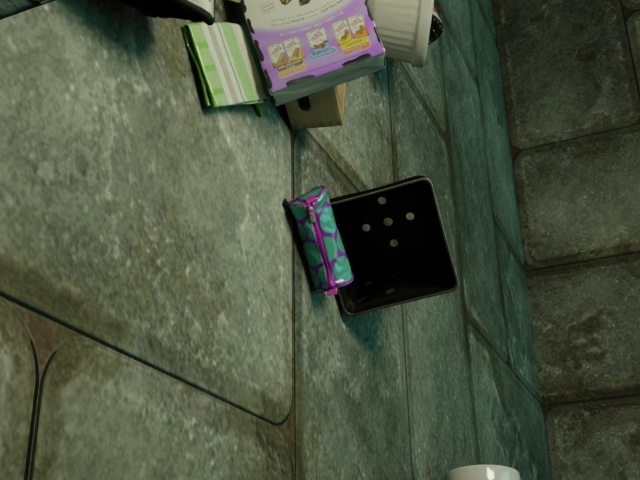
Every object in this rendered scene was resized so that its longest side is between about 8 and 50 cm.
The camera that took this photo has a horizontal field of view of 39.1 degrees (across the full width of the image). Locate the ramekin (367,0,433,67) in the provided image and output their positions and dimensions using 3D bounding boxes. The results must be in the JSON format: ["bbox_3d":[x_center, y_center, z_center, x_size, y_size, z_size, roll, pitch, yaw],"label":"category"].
[{"bbox_3d":[0.162,-0.488,1.801,0.273,0.127,0.273,6,90,-86],"label":"ramekin"}]

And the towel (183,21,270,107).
[{"bbox_3d":[-0.124,-0.229,1.176,0.152,0.023,0.113,-26,98,-63],"label":"towel"}]

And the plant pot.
[{"bbox_3d":[0.108,-0.008,1.470,0.167,0.188,0.188,-75,149,-74],"label":"plant pot"}]

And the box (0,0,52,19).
[{"bbox_3d":[-0.275,-0.224,0.690,0.137,0.093,0.027,45,39,-55],"label":"box"}]

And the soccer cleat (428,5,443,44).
[{"bbox_3d":[0.191,-0.577,2.091,0.318,0.108,0.116,39,23,-56],"label":"soccer cleat"}]

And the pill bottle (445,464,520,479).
[{"bbox_3d":[0.304,0.589,1.630,0.188,0.187,0.334,49,36,-52],"label":"pill bottle"}]

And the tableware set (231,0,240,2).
[{"bbox_3d":[-0.166,-0.375,1.130,0.194,0.039,0.128,-12,102,-63],"label":"tableware set"}]

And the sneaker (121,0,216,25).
[{"bbox_3d":[-0.144,-0.393,1.012,0.447,0.169,0.258,-51,153,-55],"label":"sneaker"}]

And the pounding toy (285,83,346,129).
[{"bbox_3d":[-0.020,-0.306,1.360,0.181,0.094,0.206,72,18,-52],"label":"pounding toy"}]

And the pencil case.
[{"bbox_3d":[0.000,0.000,1.323,0.070,0.064,0.152,-86,159,-74],"label":"pencil case"}]

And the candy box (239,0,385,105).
[{"bbox_3d":[-0.018,-0.308,1.240,0.070,0.164,0.196,62,10,-81],"label":"candy box"}]

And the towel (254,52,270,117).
[{"bbox_3d":[-0.088,-0.222,1.286,0.083,0.009,0.060,-80,151,-43],"label":"towel"}]
